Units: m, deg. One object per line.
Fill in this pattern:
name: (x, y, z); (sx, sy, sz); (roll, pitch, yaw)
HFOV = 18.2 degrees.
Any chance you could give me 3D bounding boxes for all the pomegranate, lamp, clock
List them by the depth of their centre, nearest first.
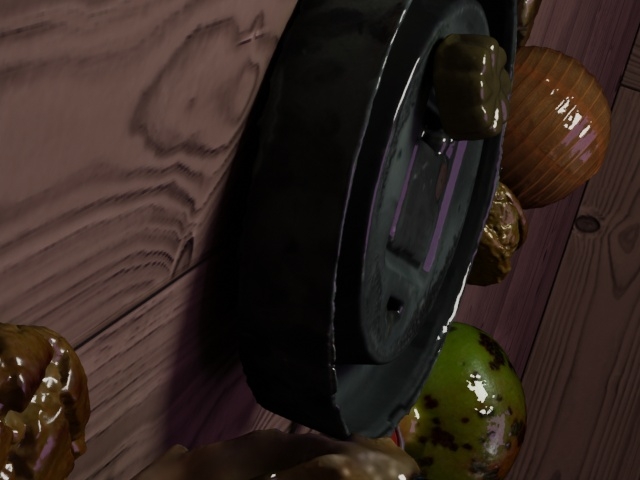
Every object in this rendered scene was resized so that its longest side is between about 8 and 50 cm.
clock: (0.038, -0.039, 1.130); (0.312, 0.061, 0.312); (14, 90, -73)
pomegranate: (0.087, 0.144, 1.599); (0.220, 0.156, 0.156); (-11, 121, -73)
lamp: (0.167, -0.091, 1.613); (0.136, 0.136, 0.136); (20, 90, -79)

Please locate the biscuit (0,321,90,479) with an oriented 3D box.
biscuit: (-0.138, 0.135, 0.726); (0.226, 0.042, 0.226); (18, 90, -80)

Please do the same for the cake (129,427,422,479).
cake: (0.010, 0.263, 0.964); (0.332, 0.332, 0.321); (-54, 159, -57)

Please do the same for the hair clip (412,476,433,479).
hair clip: (0.028, 0.322, 1.452); (0.194, 0.206, 0.310); (96, -1, -52)

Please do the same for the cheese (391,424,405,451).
cheese: (-0.012, 0.210, 1.355); (0.256, 0.037, 0.106); (-38, 129, -42)

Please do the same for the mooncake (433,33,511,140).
mooncake: (0.072, -0.188, 0.957); (0.347, 0.057, 0.150); (80, 15, -63)

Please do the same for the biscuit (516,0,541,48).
biscuit: (0.170, -0.206, 1.663); (0.176, 0.031, 0.228); (-61, 171, -51)

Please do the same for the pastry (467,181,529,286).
pastry: (0.115, -0.012, 1.588); (0.057, 0.097, 0.109); (-59, 177, -28)
